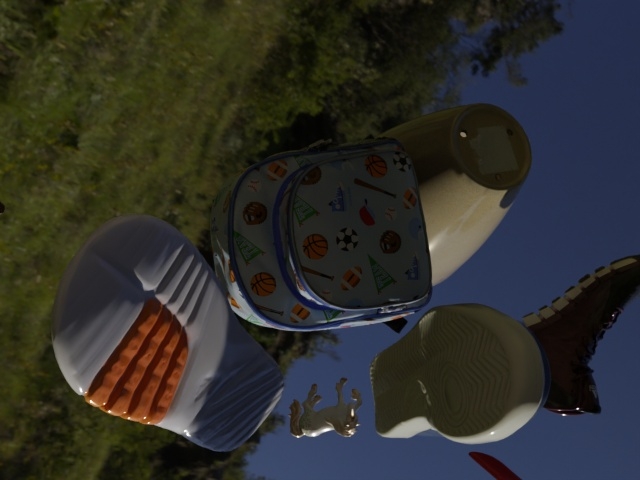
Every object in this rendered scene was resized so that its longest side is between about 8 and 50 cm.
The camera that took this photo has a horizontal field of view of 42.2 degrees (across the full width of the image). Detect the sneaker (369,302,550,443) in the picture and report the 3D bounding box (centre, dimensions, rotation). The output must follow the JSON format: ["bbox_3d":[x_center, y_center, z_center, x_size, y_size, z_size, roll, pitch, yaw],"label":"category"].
[{"bbox_3d":[0.165,0.135,0.832,0.350,0.148,0.131,139,-51,-72],"label":"sneaker"}]

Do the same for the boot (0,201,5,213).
[{"bbox_3d":[-0.583,-0.055,1.344,0.087,0.118,0.042,-26,-127,51],"label":"boot"}]

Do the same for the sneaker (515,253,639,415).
[{"bbox_3d":[0.374,0.151,1.142,0.281,0.106,0.163,-35,-125,15],"label":"sneaker"}]

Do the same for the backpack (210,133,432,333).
[{"bbox_3d":[0.000,0.000,1.040,0.213,0.263,0.277,152,-73,-73],"label":"backpack"}]

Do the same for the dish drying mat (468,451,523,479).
[{"bbox_3d":[0.142,0.176,0.588,0.083,0.032,0.008,36,-82,52],"label":"dish drying mat"}]

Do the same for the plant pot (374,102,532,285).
[{"bbox_3d":[0.181,-0.085,1.218,0.274,0.256,0.257,141,-45,-62],"label":"plant pot"}]

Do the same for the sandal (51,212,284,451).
[{"bbox_3d":[-0.104,0.066,0.531,0.076,0.265,0.102,31,-107,29],"label":"sandal"}]

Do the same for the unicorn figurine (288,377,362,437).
[{"bbox_3d":[0.018,0.256,1.236,0.162,0.060,0.111,-36,-157,32],"label":"unicorn figurine"}]
